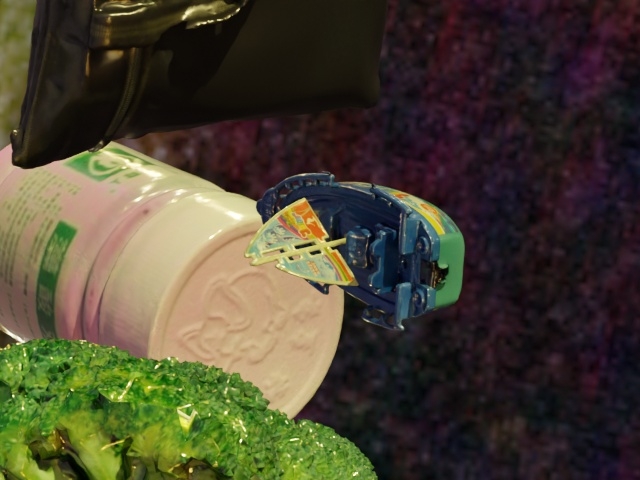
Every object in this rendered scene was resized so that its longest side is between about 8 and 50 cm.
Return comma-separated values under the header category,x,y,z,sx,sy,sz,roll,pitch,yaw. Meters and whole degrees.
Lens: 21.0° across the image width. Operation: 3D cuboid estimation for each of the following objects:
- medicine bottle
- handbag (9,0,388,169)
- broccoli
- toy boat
category,x,y,z,sx,sy,sz,roll,pitch,yaw
medicine bottle,-0.159,0.034,1.530,0.325,0.212,0.212,24,105,46
handbag,-0.040,-0.158,0.770,0.088,0.211,0.254,36,129,41
broccoli,-0.082,0.181,0.713,0.254,0.269,0.269,-30,41,24
toy boat,0.000,0.000,1.108,0.175,0.110,0.091,25,118,49
